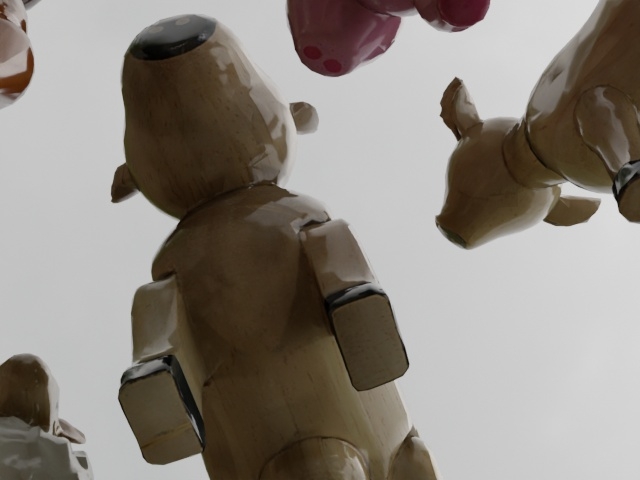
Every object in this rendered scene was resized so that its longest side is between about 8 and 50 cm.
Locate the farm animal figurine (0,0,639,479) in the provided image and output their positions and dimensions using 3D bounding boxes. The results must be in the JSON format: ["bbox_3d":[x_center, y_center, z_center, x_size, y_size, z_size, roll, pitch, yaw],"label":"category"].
[{"bbox_3d":[0.000,0.000,0.433,0.172,0.330,0.326,-105,-166,-71],"label":"farm animal figurine"}]
